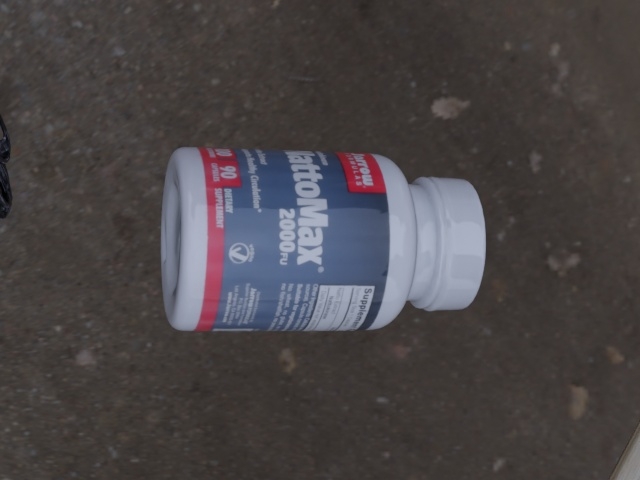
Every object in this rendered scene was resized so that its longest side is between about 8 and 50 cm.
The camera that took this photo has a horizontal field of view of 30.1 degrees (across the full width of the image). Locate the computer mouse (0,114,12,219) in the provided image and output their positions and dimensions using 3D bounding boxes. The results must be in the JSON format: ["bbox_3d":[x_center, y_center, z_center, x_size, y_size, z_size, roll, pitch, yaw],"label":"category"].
[{"bbox_3d":[-0.258,-0.045,0.788,0.072,0.272,0.189,-3,120,-7],"label":"computer mouse"}]

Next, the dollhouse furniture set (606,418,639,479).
[{"bbox_3d":[0.267,0.149,0.587,0.212,0.242,0.161,-64,163,7],"label":"dollhouse furniture set"}]

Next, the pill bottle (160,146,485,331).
[{"bbox_3d":[0.000,0.000,0.708,0.180,0.108,0.108,1,82,-15],"label":"pill bottle"}]
